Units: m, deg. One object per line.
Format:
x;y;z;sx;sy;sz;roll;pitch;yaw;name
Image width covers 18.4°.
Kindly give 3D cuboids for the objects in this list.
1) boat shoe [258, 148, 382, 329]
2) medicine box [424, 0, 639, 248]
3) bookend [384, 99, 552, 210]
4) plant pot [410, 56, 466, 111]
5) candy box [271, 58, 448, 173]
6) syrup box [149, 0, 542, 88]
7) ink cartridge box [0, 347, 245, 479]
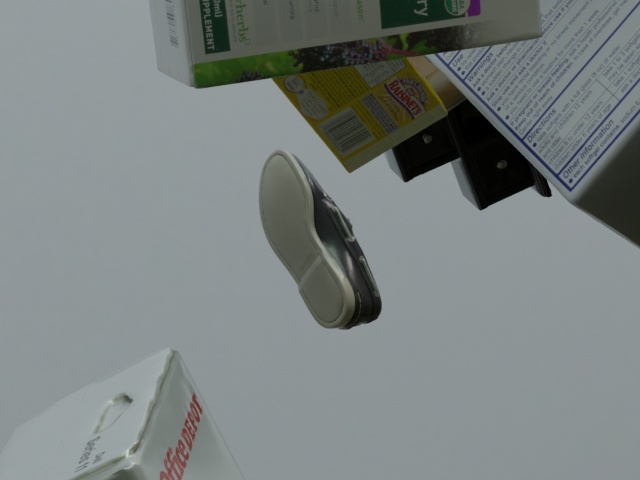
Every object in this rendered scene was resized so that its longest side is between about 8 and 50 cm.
0.000;0.000;1.957;0.065;0.206;0.075;4;-39;-41;boat shoe
0.274;-0.172;1.730;0.149;0.289;0.263;31;-76;-39;medicine box
0.139;-0.093;2.076;0.157;0.072;0.156;-24;-68;-6;bookend
0.093;-0.204;1.963;0.236;0.236;0.032;-54;-51;-16;plant pot
0.019;-0.146;1.690;0.105;0.027;0.206;-32;-45;9;candy box
0.015;-0.162;1.251;0.237;0.096;0.093;-10;-76;-16;syrup box
-0.061;0.170;0.844;0.153;0.087;0.208;-78;-37;-76;ink cartridge box
